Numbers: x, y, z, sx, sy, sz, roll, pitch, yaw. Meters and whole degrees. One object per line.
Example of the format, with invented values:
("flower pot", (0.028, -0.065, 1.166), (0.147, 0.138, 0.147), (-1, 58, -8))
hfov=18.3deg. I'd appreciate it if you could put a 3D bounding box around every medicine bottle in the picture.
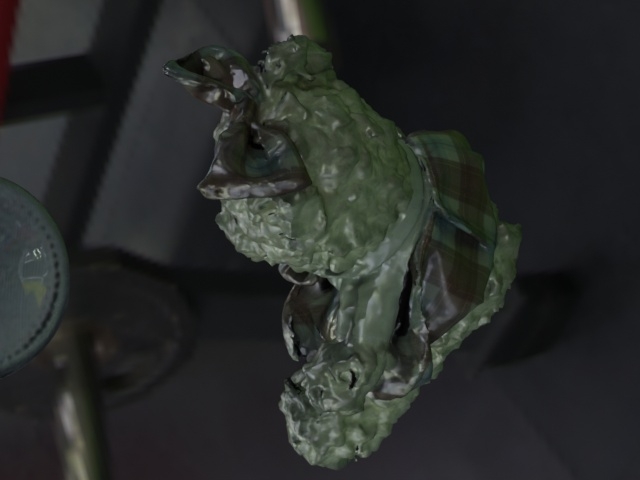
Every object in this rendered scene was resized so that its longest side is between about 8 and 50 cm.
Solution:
("medicine bottle", (-0.176, 0.012, 0.810), (0.203, 0.083, 0.083), (1, 102, 60))

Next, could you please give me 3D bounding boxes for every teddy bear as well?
("teddy bear", (0.021, 0.001, 0.766), (0.213, 0.111, 0.133), (67, -161, -57))
